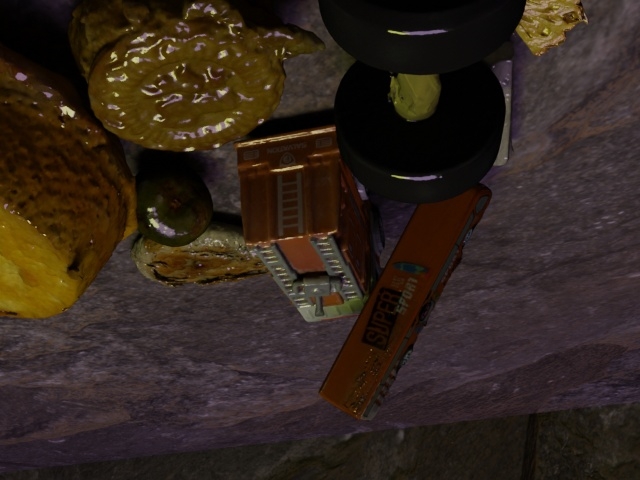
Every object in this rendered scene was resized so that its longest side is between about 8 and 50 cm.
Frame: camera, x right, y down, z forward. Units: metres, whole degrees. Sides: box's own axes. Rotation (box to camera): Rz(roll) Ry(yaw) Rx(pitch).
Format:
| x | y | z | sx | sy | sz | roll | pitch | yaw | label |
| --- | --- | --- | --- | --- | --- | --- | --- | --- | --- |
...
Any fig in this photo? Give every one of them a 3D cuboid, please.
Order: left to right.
| x | y | z | sx | sy | sz | roll | pitch | yaw | label |
| --- | --- | --- | --- | --- | --- | --- | --- | --- | --- |
| -0.234 | -0.069 | 1.230 | 0.133 | 0.185 | 0.126 | 17 | 109 | -25 | fig |

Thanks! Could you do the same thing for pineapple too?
| x | y | z | sx | sy | sz | roll | pitch | yaw | label |
| --- | --- | --- | --- | --- | --- | --- | --- | --- | --- |
| 0.241 | -0.275 | 0.894 | 0.116 | 0.069 | 0.137 | 7 | 143 | -8 | pineapple |

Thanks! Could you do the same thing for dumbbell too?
| x | y | z | sx | sy | sz | roll | pitch | yaw | label |
| --- | --- | --- | --- | --- | --- | --- | --- | --- | --- |
| 0.105 | -0.198 | 0.864 | 0.204 | 0.203 | 0.322 | -5 | 153 | 3 | dumbbell |

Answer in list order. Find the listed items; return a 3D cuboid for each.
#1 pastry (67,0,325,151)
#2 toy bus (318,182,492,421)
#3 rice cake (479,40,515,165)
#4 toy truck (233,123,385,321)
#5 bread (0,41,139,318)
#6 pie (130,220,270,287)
| x | y | z | sx | sy | sz | roll | pitch | yaw | label |
| --- | --- | --- | --- | --- | --- | --- | --- | --- | --- |
| -0.156 | -0.215 | 0.909 | 0.240 | 0.132 | 0.235 | 8 | 143 | -36 | pastry |
| 0.132 | 0.081 | 1.243 | 0.093 | 0.408 | 0.092 | 27 | 179 | 23 | toy bus |
| 0.231 | -0.181 | 1.087 | 0.057 | 0.052 | 0.256 | 21 | 160 | 20 | rice cake |
| 0.000 | 0.000 | 1.247 | 0.173 | 0.206 | 0.387 | -9 | 153 | 11 | toy truck |
| -0.422 | -0.070 | 0.988 | 0.398 | 0.215 | 0.398 | 10 | 146 | 7 | bread |
| -0.212 | 0.030 | 1.459 | 0.274 | 0.055 | 0.274 | -1 | 159 | 0 | pie |
